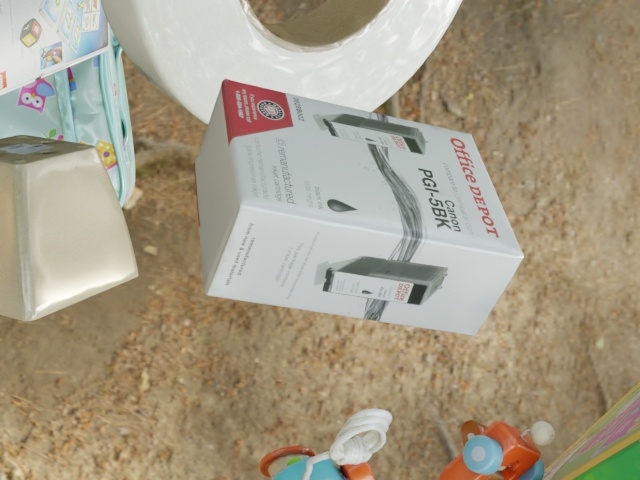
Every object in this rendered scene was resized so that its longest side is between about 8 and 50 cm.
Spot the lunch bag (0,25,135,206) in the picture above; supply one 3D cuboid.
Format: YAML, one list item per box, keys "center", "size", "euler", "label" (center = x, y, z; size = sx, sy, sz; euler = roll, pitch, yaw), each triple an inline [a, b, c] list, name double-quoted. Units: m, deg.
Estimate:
- center: [-0.324, -0.152, 1.114]
  size: [0.224, 0.108, 0.279]
  euler: [-6, 104, 4]
  label: "lunch bag"

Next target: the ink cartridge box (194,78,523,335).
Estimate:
- center: [0.015, -0.016, 0.464]
  size: [0.135, 0.099, 0.056]
  euler: [9, 129, -19]
  label: "ink cartridge box"

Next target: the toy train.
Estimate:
- center: [0.035, 0.113, 0.487]
  size: [0.166, 0.046, 0.125]
  euler: [24, 114, -45]
  label: "toy train"

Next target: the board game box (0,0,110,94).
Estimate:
- center: [-0.273, -0.289, 0.875]
  size: [0.193, 0.053, 0.305]
  euler: [-39, 144, -47]
  label: "board game box"

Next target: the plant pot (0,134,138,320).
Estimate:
- center: [-0.200, -0.016, 0.666]
  size: [0.109, 0.109, 0.096]
  euler: [-26, 121, -56]
  label: "plant pot"

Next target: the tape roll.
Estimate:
- center: [-0.010, -0.273, 0.848]
  size: [0.392, 0.072, 0.392]
  euler: [-25, 133, -29]
  label: "tape roll"

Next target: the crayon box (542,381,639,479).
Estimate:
- center: [0.225, 0.110, 0.561]
  size: [0.278, 0.165, 0.081]
  euler: [-24, 71, -46]
  label: "crayon box"
